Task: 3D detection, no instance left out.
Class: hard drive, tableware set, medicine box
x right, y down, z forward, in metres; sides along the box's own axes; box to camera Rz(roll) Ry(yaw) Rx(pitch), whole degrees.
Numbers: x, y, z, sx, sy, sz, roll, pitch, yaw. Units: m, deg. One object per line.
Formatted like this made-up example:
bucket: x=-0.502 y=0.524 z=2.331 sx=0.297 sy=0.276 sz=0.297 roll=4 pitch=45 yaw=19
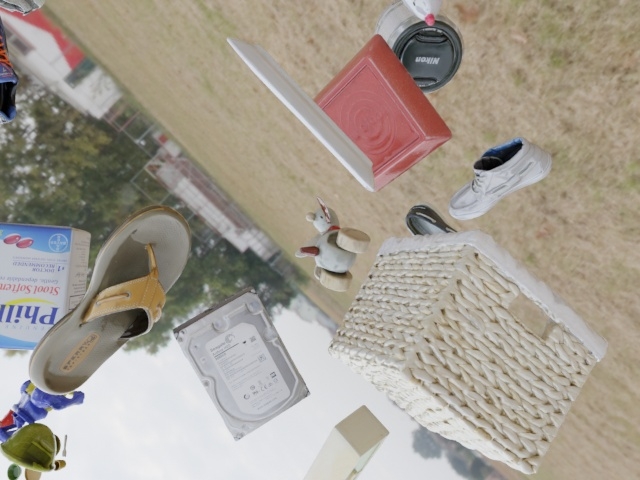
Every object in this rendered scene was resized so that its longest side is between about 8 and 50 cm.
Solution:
hard drive: x=-0.201 y=0.321 z=1.497 sx=0.339 sy=0.236 sz=0.064 roll=64 pitch=167 yaw=-11
tableware set: x=-0.597 y=0.458 z=1.197 sx=0.154 sy=0.104 sz=0.024 roll=-6 pitch=167 yaw=20
medicine box: x=-0.718 y=0.108 z=1.376 sx=0.263 sy=0.289 sz=0.149 roll=4 pitch=176 yaw=-7

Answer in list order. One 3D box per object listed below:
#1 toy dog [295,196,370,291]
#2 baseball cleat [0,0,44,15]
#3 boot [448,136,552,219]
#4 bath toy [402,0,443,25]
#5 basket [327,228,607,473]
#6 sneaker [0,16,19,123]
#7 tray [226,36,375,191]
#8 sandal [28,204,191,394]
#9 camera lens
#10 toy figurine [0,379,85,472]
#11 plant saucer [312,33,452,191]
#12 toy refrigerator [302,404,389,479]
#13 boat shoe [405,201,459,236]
toy dog: x=0.000 y=0.000 z=1.500 sx=0.160 sy=0.220 sz=0.333 roll=14 pitch=180 yaw=-19
baseball cleat: x=-0.735 y=-0.611 z=1.305 sx=0.206 sy=0.109 sz=0.072 roll=46 pitch=149 yaw=-12
boot: x=0.360 y=-0.139 z=1.245 sx=0.123 sy=0.258 sz=0.095 roll=23 pitch=-133 yaw=-37
bath toy: x=0.323 y=-0.524 z=1.111 sx=0.151 sy=0.348 sz=0.129 roll=40 pitch=-140 yaw=-59
basket: x=0.235 y=0.183 z=1.017 sx=0.328 sy=0.266 sz=0.331 roll=39 pitch=165 yaw=-15
sneaker: x=-0.587 y=-0.315 z=1.036 sx=0.087 sy=0.083 sz=0.221 roll=18 pitch=119 yaw=27
tray: x=-0.015 y=-0.174 z=0.791 sx=0.270 sy=0.030 sz=0.145 roll=46 pitch=-173 yaw=-3
sandal: x=-0.160 y=0.055 z=0.458 sx=0.049 sy=0.180 sz=0.072 roll=34 pitch=176 yaw=43
camera lens: x=0.273 y=-0.560 z=1.633 sx=0.219 sy=0.219 sz=0.274 roll=46 pitch=-160 yaw=-31
toy figurine: x=-0.542 y=0.275 z=1.083 sx=0.191 sy=0.217 sz=0.362 roll=46 pitch=152 yaw=-22
plant saucer: x=0.108 y=-0.252 z=1.218 sx=0.259 sy=0.047 sz=0.258 roll=53 pitch=137 yaw=-2
toy refrigerator: x=0.055 y=0.505 z=1.310 sx=0.094 sy=0.102 sz=0.270 roll=44 pitch=134 yaw=25
boat shoe: x=0.371 y=0.014 z=1.665 sx=0.302 sy=0.114 sz=0.091 roll=38 pitch=-142 yaw=10
